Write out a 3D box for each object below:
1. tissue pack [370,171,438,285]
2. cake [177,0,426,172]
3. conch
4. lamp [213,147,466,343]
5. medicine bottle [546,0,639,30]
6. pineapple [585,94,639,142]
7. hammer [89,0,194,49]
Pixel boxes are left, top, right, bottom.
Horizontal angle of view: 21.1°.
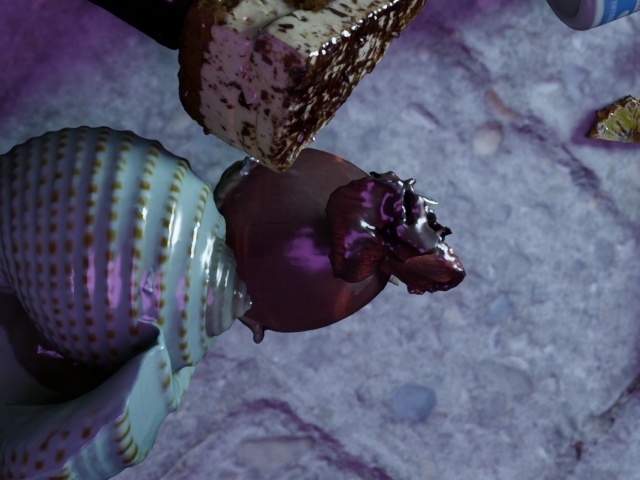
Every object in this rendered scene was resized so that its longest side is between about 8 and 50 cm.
[{"bbox_3d":[0.056,-0.010,1.482,0.063,0.035,0.083,20,101,-26],"label":"tissue pack"},{"bbox_3d":[-0.005,-0.157,1.340,0.246,0.112,0.135,-39,154,-47],"label":"cake"},{"bbox_3d":[-0.211,0.068,1.301,0.215,0.319,0.303,40,53,-52],"label":"conch"},{"bbox_3d":[-0.005,-0.011,1.364,0.223,0.215,0.151,-21,79,17],"label":"lamp"},{"bbox_3d":[0.271,-0.248,1.439,0.168,0.105,0.105,-22,115,-12],"label":"medicine bottle"},{"bbox_3d":[0.281,-0.108,1.540,0.083,0.019,0.045,5,110,-19],"label":"pineapple"},{"bbox_3d":[-0.097,-0.362,1.274,0.242,0.095,0.409,33,93,-26],"label":"hammer"}]
